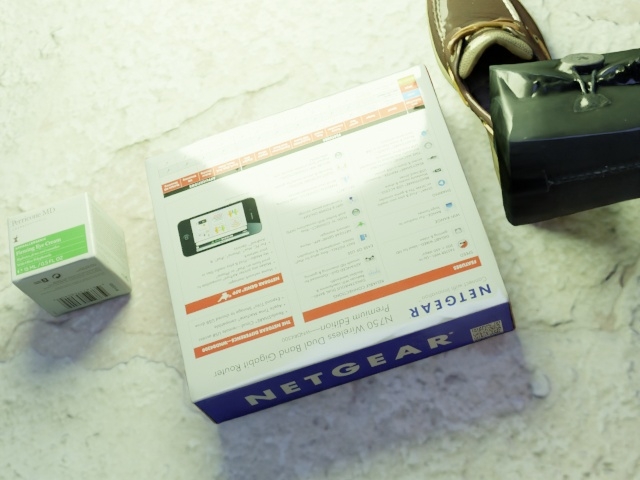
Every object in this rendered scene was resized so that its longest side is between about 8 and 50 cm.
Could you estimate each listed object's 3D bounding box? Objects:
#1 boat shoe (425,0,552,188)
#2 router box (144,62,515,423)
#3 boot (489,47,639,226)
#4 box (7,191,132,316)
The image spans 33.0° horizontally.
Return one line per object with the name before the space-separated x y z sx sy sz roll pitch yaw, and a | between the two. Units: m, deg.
boat shoe | 0.197 -0.191 1.171 0.123 0.123 0.342 -18 62 6
router box | 0.000 0.000 1.154 0.335 0.082 0.301 -18 62 6
boot | 0.379 -0.153 1.016 0.445 0.367 0.146 -13 107 12
box | -0.279 0.017 1.206 0.101 0.102 0.087 -18 60 7
